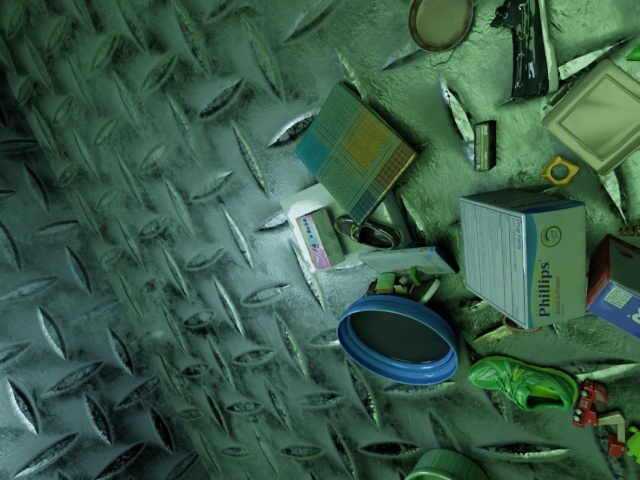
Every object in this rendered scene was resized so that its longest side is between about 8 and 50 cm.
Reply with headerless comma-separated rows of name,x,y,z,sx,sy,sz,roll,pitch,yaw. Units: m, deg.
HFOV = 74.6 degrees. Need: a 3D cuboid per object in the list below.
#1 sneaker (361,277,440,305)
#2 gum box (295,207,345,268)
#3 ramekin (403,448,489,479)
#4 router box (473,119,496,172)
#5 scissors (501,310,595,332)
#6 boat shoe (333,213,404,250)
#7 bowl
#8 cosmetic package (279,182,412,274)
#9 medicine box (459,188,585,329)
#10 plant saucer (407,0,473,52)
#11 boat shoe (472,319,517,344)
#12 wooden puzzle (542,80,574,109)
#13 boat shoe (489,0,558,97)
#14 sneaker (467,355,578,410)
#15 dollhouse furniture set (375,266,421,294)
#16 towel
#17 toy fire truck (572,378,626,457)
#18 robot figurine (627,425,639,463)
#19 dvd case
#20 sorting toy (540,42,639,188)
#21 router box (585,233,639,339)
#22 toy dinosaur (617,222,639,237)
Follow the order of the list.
sneaker,0.241,0.171,1.356,0.147,0.104,0.295,49,131,2
gum box,0.000,0.000,1.341,0.107,0.062,0.189,-9,104,60
ramekin,0.449,0.886,1.465,0.303,0.148,0.304,12,114,30
router box,0.425,-0.244,1.084,0.038,0.092,0.123,4,109,33
scissors,0.652,0.212,1.137,0.296,0.021,0.109,5,86,29
boat shoe,0.132,-0.027,1.260,0.227,0.068,0.081,15,116,27
bowl,0.244,0.320,1.346,0.390,0.077,0.392,15,138,15
cosmetic package,0.073,-0.067,1.385,0.377,0.097,0.285,-18,95,37
medicine box,0.476,0.027,1.019,0.148,0.289,0.264,-11,105,-7
plant saucer,0.308,-0.573,1.077,0.168,0.029,0.169,13,114,30
boat shoe,0.518,0.285,1.251,0.135,0.050,0.045,-40,78,37
wooden puzzle,0.558,-0.338,0.986,0.006,0.049,0.083,56,129,21
boat shoe,0.447,-0.493,0.954,0.112,0.127,0.340,-13,110,24
sneaker,0.573,0.415,1.217,0.295,0.123,0.110,-1,108,35
dollhouse furniture set,0.230,0.121,1.300,0.151,0.076,0.059,-8,141,32
towel,0.090,-0.260,1.244,0.272,0.040,0.370,-52,59,24
toy fire truck,0.776,0.487,1.157,0.135,0.047,0.192,14,114,29
robot figurine,0.862,0.534,1.104,0.101,0.067,0.115,40,125,30
dvd case,0.267,0.070,1.275,0.252,0.180,0.022,-7,62,35
sorting toy,0.644,-0.275,0.956,0.196,0.047,0.348,49,125,16
router box,0.752,0.144,0.883,0.335,0.301,0.082,32,123,19
toy dinosaur,0.812,-0.076,0.864,0.321,0.164,0.218,-33,105,17
